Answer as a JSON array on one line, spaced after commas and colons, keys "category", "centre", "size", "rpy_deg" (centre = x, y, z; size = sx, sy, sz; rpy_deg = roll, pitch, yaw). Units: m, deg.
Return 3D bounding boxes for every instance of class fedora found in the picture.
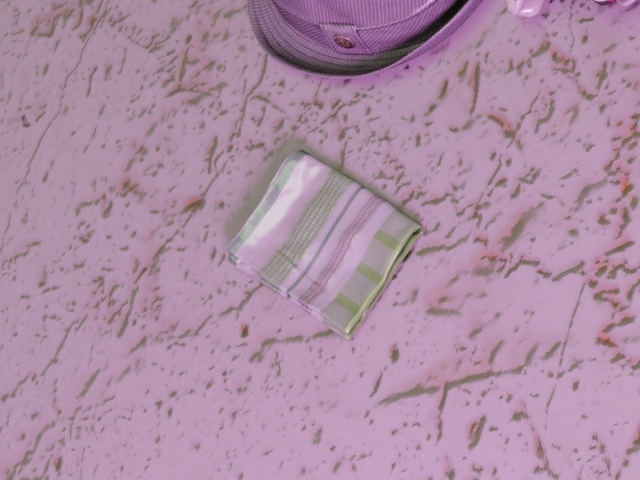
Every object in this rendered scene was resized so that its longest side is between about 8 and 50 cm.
[{"category": "fedora", "centre": [0.018, -0.264, 1.496], "size": [0.275, 0.124, 0.243], "rpy_deg": [21, 83, 39]}]

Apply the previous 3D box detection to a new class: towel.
[{"category": "towel", "centre": [0.000, 0.000, 1.461], "size": [0.152, 0.023, 0.113], "rpy_deg": [33, 92, 39]}]

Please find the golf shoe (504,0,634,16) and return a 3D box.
[{"category": "golf shoe", "centre": [0.251, -0.234, 1.353], "size": [0.273, 0.105, 0.120], "rpy_deg": [-1, 87, 40]}]
